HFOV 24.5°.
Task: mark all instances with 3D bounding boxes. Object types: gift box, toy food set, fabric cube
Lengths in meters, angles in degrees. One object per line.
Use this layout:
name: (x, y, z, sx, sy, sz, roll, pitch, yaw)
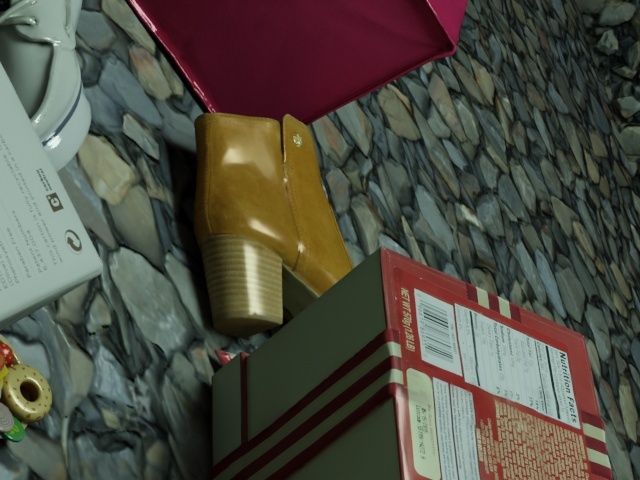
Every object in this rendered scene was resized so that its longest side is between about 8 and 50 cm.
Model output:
gift box: (0.042, 0.173, 1.138, 0.276, 0.258, 0.255, 26, 42, -26)
toy food set: (-0.214, 0.092, 0.964, 0.083, 0.020, 0.082, 61, 24, -9)
fabric cube: (-0.017, -0.279, 1.441, 0.259, 0.254, 0.258, 56, 25, -20)

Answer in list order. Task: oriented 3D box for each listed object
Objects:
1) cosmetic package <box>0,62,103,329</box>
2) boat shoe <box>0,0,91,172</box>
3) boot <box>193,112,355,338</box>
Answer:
cosmetic package: (-0.284, 0.029, 0.671, 0.155, 0.197, 0.365, 64, 23, -2)
boat shoe: (-0.218, -0.151, 1.069, 0.267, 0.096, 0.088, -91, 169, -45)
boot: (-0.001, 0.000, 1.364, 0.295, 0.104, 0.211, 21, 59, -47)
